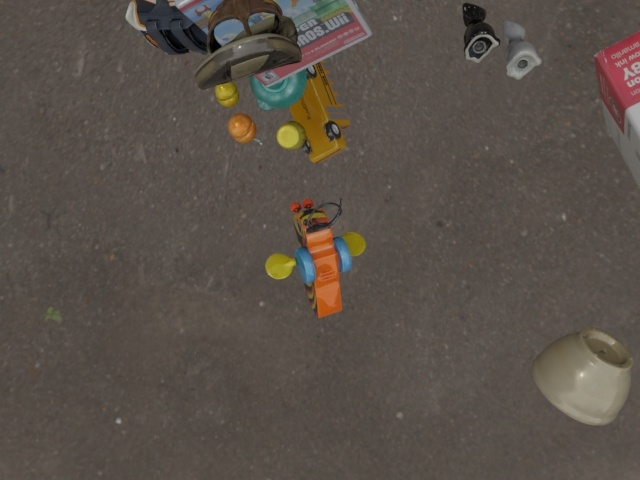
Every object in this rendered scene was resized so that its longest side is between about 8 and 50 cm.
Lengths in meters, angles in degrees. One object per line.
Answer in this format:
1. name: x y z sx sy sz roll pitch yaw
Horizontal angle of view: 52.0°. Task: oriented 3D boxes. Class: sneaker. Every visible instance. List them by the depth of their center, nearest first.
1. sneaker: -0.271 -0.421 1.293 0.127 0.321 0.126 -50 140 -3

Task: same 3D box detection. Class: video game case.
1. video game case: -0.056 -0.333 0.976 0.204 0.025 0.285 -22 163 16

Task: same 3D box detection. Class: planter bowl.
1. planter bowl: 0.465 0.219 1.133 0.162 0.162 0.109 13 124 -13

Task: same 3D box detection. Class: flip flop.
1. flip flop: -0.077 -0.224 0.703 0.112 0.277 0.080 -14 114 9

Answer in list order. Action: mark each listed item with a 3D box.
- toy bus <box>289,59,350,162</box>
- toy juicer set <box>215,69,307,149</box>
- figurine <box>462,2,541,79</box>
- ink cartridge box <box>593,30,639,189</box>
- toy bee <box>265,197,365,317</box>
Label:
1. toy bus: -0.019 -0.384 1.795 0.108 0.130 0.333 -25 84 35
2. toy juicer set: -0.135 -0.374 1.511 0.209 0.089 0.329 3 101 7
3. figurine: 0.485 -0.557 1.789 0.215 0.209 0.092 17 137 -15
4. ink cartridge box: 0.528 -0.076 0.870 0.160 0.385 0.279 -25 158 19
5. toy bee: 0.000 0.000 1.279 0.195 0.162 0.298 1 130 -28
